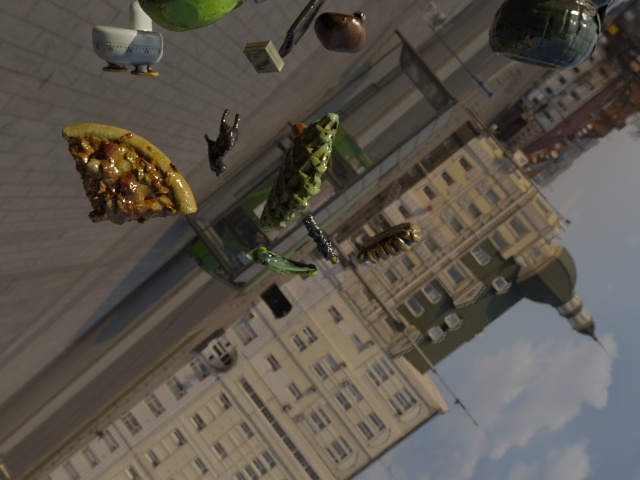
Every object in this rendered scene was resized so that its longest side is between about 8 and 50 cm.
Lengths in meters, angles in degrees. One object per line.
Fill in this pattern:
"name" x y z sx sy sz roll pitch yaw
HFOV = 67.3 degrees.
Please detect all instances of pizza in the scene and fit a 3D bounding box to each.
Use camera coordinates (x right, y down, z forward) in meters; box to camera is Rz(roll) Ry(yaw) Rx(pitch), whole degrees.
"pizza" -0.447 -0.128 1.090 0.226 0.335 0.086 -55 -171 3

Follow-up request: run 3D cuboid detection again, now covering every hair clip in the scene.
"hair clip" -0.099 0.058 1.242 0.060 0.188 0.033 -80 -171 -51

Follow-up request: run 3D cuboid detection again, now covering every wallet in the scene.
"wallet" -0.032 -0.766 1.617 0.321 0.044 0.170 -58 -168 -14

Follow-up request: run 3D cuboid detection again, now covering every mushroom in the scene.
"mushroom" 0.074 -0.746 1.749 0.194 0.138 0.231 -1 -171 16

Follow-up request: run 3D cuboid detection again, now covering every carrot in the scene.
"carrot" -0.050 -0.356 1.765 0.087 0.193 0.087 -24 148 -16

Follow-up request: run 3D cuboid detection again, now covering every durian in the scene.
"durian" -0.264 -0.477 0.940 0.249 0.101 0.139 -2 -128 22

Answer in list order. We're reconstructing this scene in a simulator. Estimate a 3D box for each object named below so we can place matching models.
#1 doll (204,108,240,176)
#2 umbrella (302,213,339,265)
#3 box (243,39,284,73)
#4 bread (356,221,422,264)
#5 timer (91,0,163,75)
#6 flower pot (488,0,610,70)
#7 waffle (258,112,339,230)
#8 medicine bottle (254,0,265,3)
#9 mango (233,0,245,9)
"doll" -0.274 -0.262 1.339 0.057 0.165 0.139 16 142 -39
"umbrella" 0.000 0.000 1.227 0.037 0.144 0.040 -29 175 -37
"box" -0.151 -0.482 1.269 0.079 0.083 0.035 50 56 -51
"bread" 0.225 0.012 1.580 0.225 0.081 0.134 -26 -167 23
"timer" -0.661 -0.703 1.658 0.233 0.233 0.240 -32 133 -57
"flower pot" 0.616 -0.591 1.309 0.301 0.301 0.213 -31 139 -61
"waffle" -0.042 -0.117 0.863 0.207 0.054 0.214 -25 -136 64
"medicine bottle" -0.091 -0.734 1.356 0.216 0.091 0.090 -22 173 -9
"mango" -0.275 -0.777 1.462 0.227 0.147 0.109 -6 159 45
